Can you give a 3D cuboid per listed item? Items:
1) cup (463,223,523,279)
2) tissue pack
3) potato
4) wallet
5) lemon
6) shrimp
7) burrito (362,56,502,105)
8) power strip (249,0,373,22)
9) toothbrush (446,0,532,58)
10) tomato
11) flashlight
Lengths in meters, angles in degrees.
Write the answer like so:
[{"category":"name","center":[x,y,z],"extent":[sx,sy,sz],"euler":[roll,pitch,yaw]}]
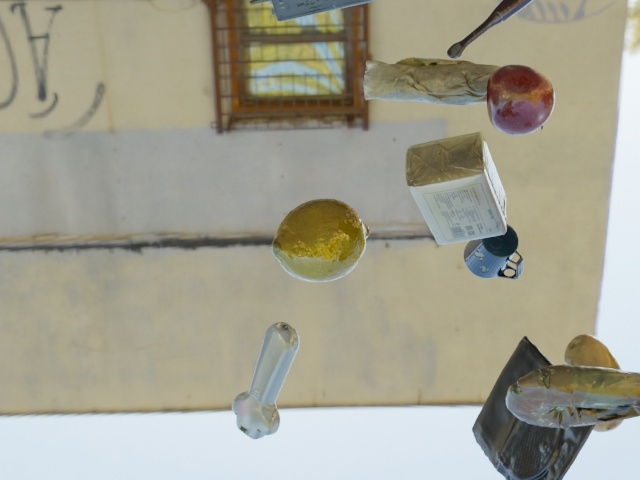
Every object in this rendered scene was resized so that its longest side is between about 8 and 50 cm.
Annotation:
[{"category":"cup","center":[0.510,0.037,2.294],"extent":[0.176,0.155,0.131],"euler":[37,-109,10]},{"category":"tissue pack","center":[0.286,-0.103,1.660],"extent":[0.159,0.234,0.125],"euler":[-9,-124,21]},{"category":"potato","center":[0.651,0.335,1.892],"extent":[0.146,0.234,0.150],"euler":[-12,-176,-8]},{"category":"wallet","center":[0.404,0.357,1.556],"extent":[0.041,0.247,0.323],"euler":[22,-166,-16]},{"category":"lemon","center":[0.000,0.000,1.791],"extent":[0.244,0.187,0.187],"euler":[-16,-156,-23]},{"category":"shrimp","center":[0.410,0.234,1.178],"extent":[0.267,0.145,0.061],"euler":[-9,-139,7]},{"category":"burrito","center":[0.294,-0.390,1.957],"extent":[0.391,0.117,0.076],"euler":[0,175,-8]},{"category":"power strip","center":[0.000,-0.448,1.413],"extent":[0.267,0.092,0.034],"euler":[-9,-136,13]},{"category":"toothbrush","center":[0.391,-0.471,1.533],"extent":[0.364,0.041,0.041],"euler":[-39,-166,14]},{"category":"tomato","center":[0.447,-0.320,1.812],"extent":[0.167,0.167,0.167],"euler":[-1,-160,1]},{"category":"flashlight","center":[-0.083,0.226,1.300],"extent":[0.093,0.201,0.047],"euler":[27,-166,34]}]
